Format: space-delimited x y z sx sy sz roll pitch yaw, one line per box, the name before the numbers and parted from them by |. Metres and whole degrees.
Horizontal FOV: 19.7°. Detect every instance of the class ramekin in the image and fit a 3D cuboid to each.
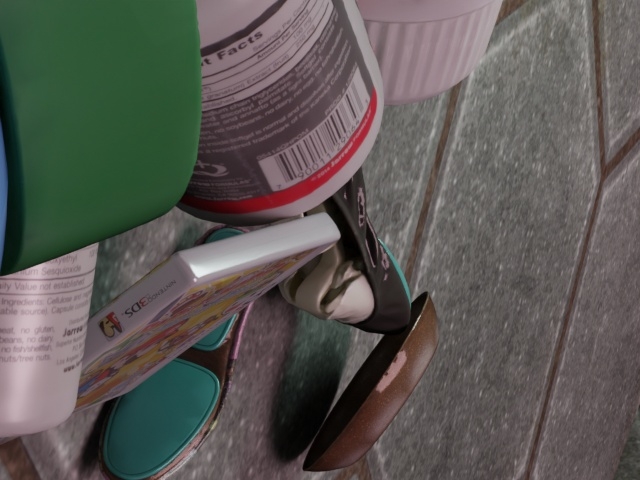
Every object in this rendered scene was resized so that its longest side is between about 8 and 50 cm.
ramekin | 0.039 -0.191 1.364 0.207 0.207 0.109 -54 159 -46

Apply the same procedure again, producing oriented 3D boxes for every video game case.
video game case | -0.109 0.058 1.172 0.206 0.026 0.227 -36 172 22

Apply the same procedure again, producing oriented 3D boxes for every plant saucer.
plant saucer | 0.054 0.137 1.680 0.199 0.036 0.198 -54 -177 4

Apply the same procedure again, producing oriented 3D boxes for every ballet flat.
ballet flat | 0.000 0.000 1.538 0.096 0.095 0.280 -51 138 -32
ballet flat | -0.099 0.093 1.360 0.079 0.077 0.221 105 7 -66

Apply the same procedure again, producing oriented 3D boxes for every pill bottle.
pill bottle | -0.075 -0.154 1.111 0.318 0.176 0.176 64 43 -59
pill bottle | -0.181 -0.022 0.977 0.131 0.131 0.229 -15 116 -67

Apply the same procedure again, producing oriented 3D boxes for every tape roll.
tape roll | -0.151 -0.148 0.744 0.077 0.321 0.321 -22 132 -20

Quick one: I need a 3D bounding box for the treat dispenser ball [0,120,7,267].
treat dispenser ball | -0.246 -0.014 0.590 0.288 0.288 0.288 13 90 -69
